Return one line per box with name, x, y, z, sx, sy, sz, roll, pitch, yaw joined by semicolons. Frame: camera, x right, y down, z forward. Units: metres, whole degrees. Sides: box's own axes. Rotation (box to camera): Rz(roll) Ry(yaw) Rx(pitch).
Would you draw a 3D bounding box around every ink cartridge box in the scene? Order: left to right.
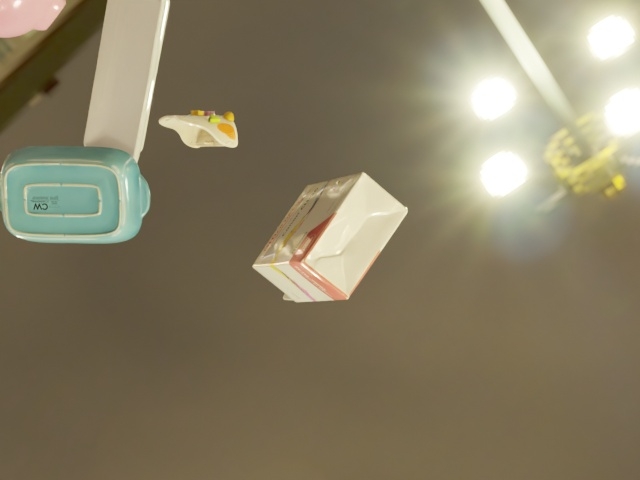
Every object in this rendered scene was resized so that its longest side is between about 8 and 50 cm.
ink cartridge box;0.000;0.000;1.657;0.115;0.067;0.198;-55;-165;-15

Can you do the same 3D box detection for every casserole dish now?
casserole dish;-0.290;-0.049;1.815;0.188;0.114;0.037;1;-168;12

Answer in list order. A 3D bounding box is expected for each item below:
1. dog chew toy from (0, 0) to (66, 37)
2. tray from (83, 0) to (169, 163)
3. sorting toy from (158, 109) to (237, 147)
dog chew toy;-0.435;-0.356;1.800;0.206;0.332;0.206;-50;-166;17
tray;-0.259;-0.237;2.173;0.145;0.030;0.270;31;-66;50
sorting toy;-0.150;-0.137;1.891;0.083;0.075;0.045;4;-94;53
